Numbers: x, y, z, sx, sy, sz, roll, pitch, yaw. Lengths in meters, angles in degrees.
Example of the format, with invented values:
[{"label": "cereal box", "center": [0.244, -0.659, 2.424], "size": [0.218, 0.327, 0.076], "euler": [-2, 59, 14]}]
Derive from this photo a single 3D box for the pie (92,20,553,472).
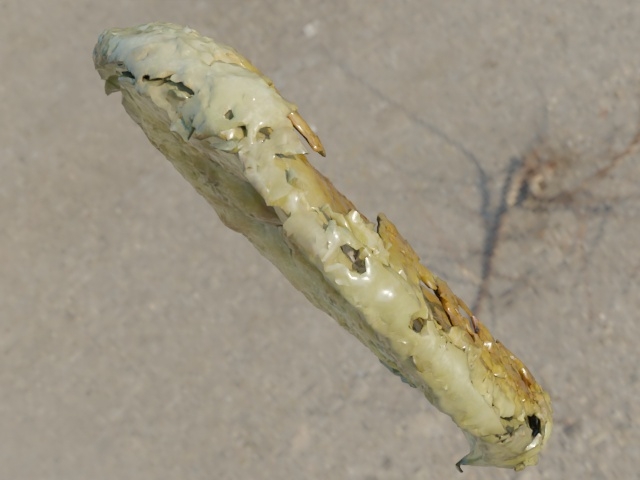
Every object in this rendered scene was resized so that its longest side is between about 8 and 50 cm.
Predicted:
[{"label": "pie", "center": [0.000, 0.000, 0.718], "size": [0.055, 0.274, 0.274], "euler": [-44, 38, -2]}]
